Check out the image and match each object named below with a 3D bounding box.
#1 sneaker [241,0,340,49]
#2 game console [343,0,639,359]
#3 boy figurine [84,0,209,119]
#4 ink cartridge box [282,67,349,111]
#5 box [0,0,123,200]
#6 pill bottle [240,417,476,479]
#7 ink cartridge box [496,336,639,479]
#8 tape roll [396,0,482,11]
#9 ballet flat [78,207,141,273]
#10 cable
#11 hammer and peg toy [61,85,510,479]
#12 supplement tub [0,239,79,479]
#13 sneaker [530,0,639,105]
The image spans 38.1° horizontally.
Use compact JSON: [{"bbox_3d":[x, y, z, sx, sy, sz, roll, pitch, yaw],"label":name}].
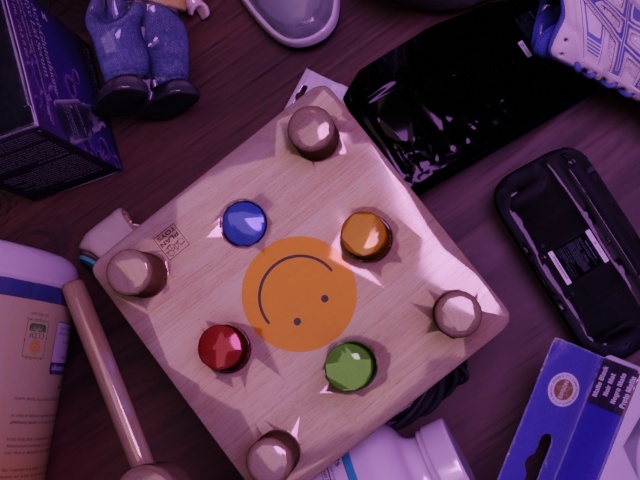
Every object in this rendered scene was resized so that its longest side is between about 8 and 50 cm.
[{"bbox_3d":[-0.064,-0.342,0.890,0.124,0.178,0.295,-22,81,6],"label":"sneaker"},{"bbox_3d":[0.194,-0.050,0.872,0.213,0.044,0.361,-30,81,-5],"label":"game console"},{"bbox_3d":[-0.198,-0.270,0.926,0.177,0.092,0.285,-4,80,-35],"label":"boy figurine"},{"bbox_3d":[0.023,-0.119,0.927,0.115,0.029,0.063,28,88,12],"label":"ink cartridge box"},{"bbox_3d":[-0.291,-0.138,0.890,0.108,0.207,0.153,-18,82,7],"label":"box"},{"bbox_3d":[0.011,0.256,0.827,0.264,0.146,0.146,-26,80,6],"label":"pill bottle"},{"bbox_3d":[0.261,0.223,0.793,0.224,0.045,0.223,22,88,-17],"label":"ink cartridge box"},{"bbox_3d":[0.111,-0.334,0.879,0.219,0.072,0.219,0,90,29],"label":"tape roll"},{"bbox_3d":[-0.129,0.053,0.912,0.248,0.086,0.086,36,90,12],"label":"ballet flat"},{"bbox_3d":[0.049,0.118,0.861,0.184,0.047,0.150,17,105,-11],"label":"cable"},{"bbox_3d":[-0.065,0.071,0.761,0.361,0.127,0.266,-37,83,2],"label":"hammer and peg toy"},{"bbox_3d":[-0.358,0.156,0.849,0.228,0.228,0.316,6,81,10],"label":"supplement tub"},{"bbox_3d":[0.257,-0.183,0.826,0.131,0.112,0.296,-31,108,11],"label":"sneaker"}]
